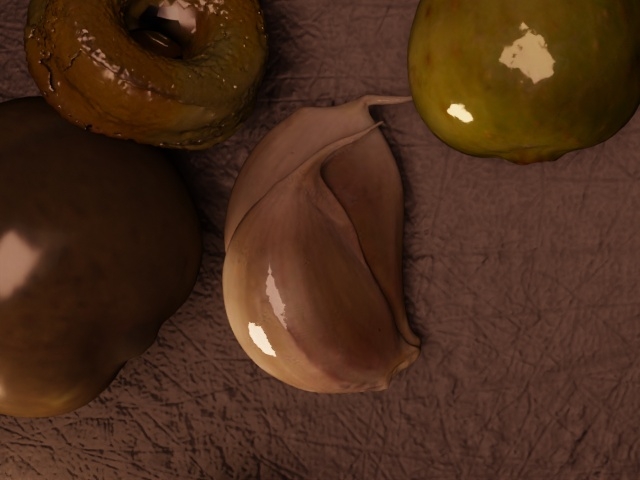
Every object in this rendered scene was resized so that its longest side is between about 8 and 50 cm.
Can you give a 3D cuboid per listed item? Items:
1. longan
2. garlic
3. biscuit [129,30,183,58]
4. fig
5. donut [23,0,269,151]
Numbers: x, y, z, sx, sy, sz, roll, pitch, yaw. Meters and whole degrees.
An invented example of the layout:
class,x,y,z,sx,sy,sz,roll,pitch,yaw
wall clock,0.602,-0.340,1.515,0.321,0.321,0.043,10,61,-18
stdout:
class,x,y,z,sx,sy,sz,roll,pitch,yaw
longan,-0.310,0.022,1.737,0.361,0.361,0.361,1,96,9
garlic,0.000,0.000,1.725,0.246,0.231,0.340,9,103,11
biscuit,-0.187,-0.411,1.794,0.350,0.070,0.394,-15,93,10
fig,0.230,-0.242,1.655,0.258,0.258,0.326,8,84,8
donut,-0.174,-0.224,1.668,0.272,0.107,0.272,9,67,-20
